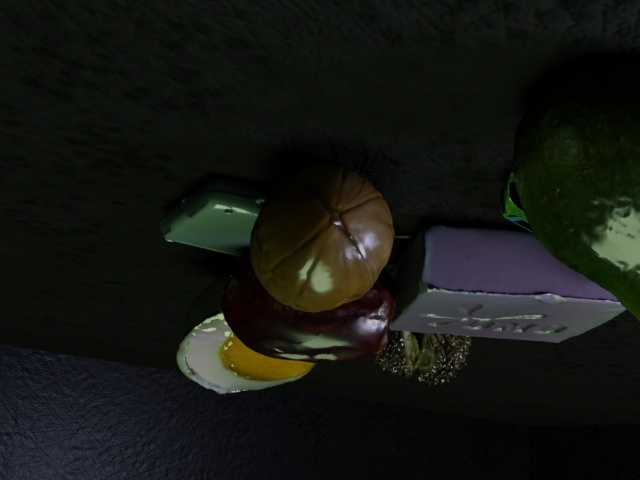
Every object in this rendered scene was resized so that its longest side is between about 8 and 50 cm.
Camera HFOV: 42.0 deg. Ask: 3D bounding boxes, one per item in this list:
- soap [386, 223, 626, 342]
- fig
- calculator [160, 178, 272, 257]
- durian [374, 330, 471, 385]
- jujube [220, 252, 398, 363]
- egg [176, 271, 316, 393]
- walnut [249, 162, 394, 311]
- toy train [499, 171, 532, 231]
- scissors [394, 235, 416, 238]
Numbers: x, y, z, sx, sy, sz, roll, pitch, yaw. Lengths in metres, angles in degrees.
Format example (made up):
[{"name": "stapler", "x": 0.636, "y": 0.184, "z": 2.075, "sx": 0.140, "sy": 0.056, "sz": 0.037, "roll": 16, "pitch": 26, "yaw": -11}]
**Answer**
[{"name": "soap", "x": 0.257, "y": 0.066, "z": 1.204, "sx": 0.296, "sy": 0.107, "sz": 0.285, "roll": 3, "pitch": 162, "yaw": -3}, {"name": "fig", "x": 0.266, "y": -0.013, "z": 0.717, "sx": 0.203, "sy": 0.235, "sz": 0.203, "roll": 1, "pitch": 166, "yaw": 0}, {"name": "calculator", "x": -0.121, "y": -0.026, "z": 1.115, "sx": 0.141, "sy": 0.045, "sz": 0.246, "roll": 14, "pitch": 162, "yaw": -25}, {"name": "durian", "x": 0.177, "y": 0.189, "z": 1.515, "sx": 0.196, "sy": 0.167, "sz": 0.196, "roll": 13, "pitch": 132, "yaw": 15}, {"name": "jujube", "x": -0.018, "y": 0.094, "z": 1.183, "sx": 0.243, "sy": 0.183, "sz": 0.183, "roll": 12, "pitch": 164, "yaw": 8}, {"name": "egg", "x": -0.109, "y": 0.124, "z": 1.430, "sx": 0.264, "sy": 0.174, "sz": 0.286, "roll": 15, "pitch": 137, "yaw": -31}, {"name": "walnut", "x": 0.000, "y": 0.000, "z": 0.961, "sx": 0.167, "sy": 0.167, "sz": 0.207, "roll": 8, "pitch": 162, "yaw": -8}, {"name": "toy train", "x": 0.260, "y": -0.031, "z": 0.982, "sx": 0.042, "sy": 0.044, "sz": 0.209, "roll": -9, "pitch": 158, "yaw": 44}, {"name": "scissors", "x": 0.138, "y": -0.004, "z": 1.177, "sx": 0.083, "sy": 0.006, "sz": 0.036, "roll": 2, "pitch": 165, "yaw": 12}]
